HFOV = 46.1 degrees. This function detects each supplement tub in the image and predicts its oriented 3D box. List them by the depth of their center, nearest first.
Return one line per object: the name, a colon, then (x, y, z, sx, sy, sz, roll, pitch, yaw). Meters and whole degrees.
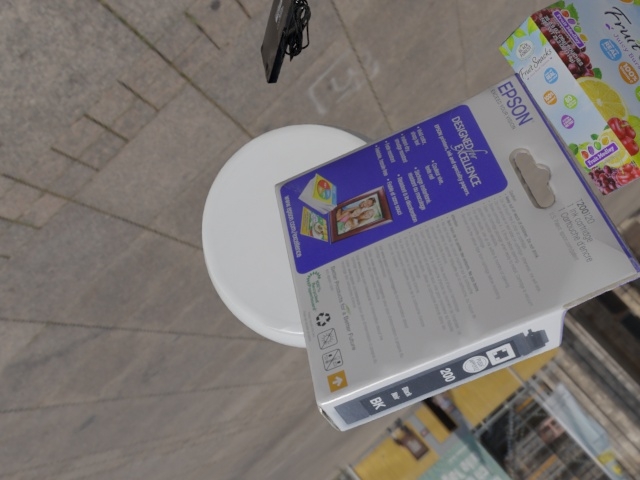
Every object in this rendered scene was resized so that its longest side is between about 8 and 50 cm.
supplement tub: (0.000, 0.000, 0.877, 0.241, 0.241, 0.331, -42, 174, 1)

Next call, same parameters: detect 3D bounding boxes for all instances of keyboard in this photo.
keyboard: (-0.032, -0.264, 0.897, 0.038, 0.100, 0.192, 0, 148, -17)

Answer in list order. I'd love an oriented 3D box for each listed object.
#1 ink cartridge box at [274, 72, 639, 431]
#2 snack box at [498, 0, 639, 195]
ink cartridge box: (0.079, -0.001, 0.519, 0.208, 0.206, 0.045, -24, 136, 12)
snack box: (0.329, -0.180, 0.845, 0.174, 0.207, 0.070, -29, 174, -28)
